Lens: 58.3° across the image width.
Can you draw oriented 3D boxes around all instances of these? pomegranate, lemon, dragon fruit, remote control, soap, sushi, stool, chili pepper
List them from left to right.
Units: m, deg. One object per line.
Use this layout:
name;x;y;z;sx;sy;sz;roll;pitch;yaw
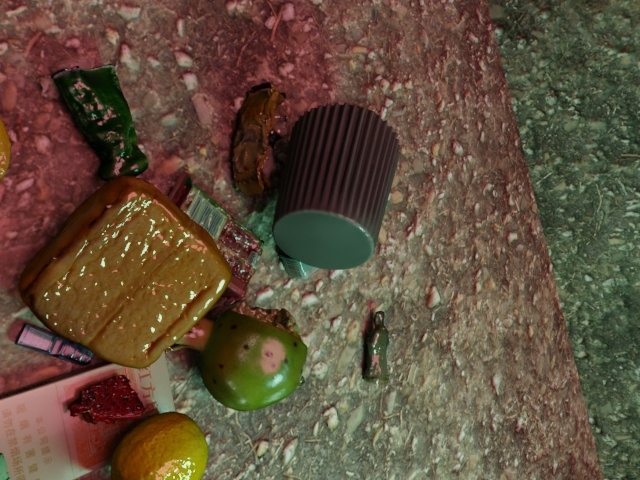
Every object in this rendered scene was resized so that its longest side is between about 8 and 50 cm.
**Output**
remote control;-0.524;0.211;1.143;0.152;0.027;0.044;32;71;-34
dragon fruit;-0.430;0.338;1.144;0.131;0.063;0.097;-15;64;-42
chili pepper;-0.441;-0.226;1.198;0.271;0.099;0.136;68;25;-8
lemon;-0.321;0.438;1.147;0.193;0.180;0.181;-3;90;-31
soap;-0.261;0.001;1.345;0.273;0.098;0.218;42;62;-33
pomegranate;-0.187;0.256;1.311;0.340;0.260;0.261;15;76;-11
sushi;-0.142;-0.255;1.446;0.131;0.139;0.291;26;69;-47
stool;0.037;-0.125;1.444;0.297;0.297;0.330;39;48;-34

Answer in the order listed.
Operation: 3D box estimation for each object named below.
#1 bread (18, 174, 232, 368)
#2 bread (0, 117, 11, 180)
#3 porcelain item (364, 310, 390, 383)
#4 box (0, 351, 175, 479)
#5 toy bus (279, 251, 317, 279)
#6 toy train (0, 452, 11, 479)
bread;-0.378;0.068;1.155;0.337;0.148;0.328;-48;122;-1
bread;-0.619;-0.158;0.996;0.139;0.143;0.229;-7;94;-42
porcelain item;0.173;0.322;1.741;0.081;0.069;0.216;3;86;-30
box;-0.473;0.363;1.162;0.365;0.051;0.205;-13;96;-42
toy bus;0.000;0.000;1.594;0.261;0.091;0.109;-39;124;-35
toy train;-0.587;0.402;0.943;0.170;0.071;0.111;-85;165;-78
